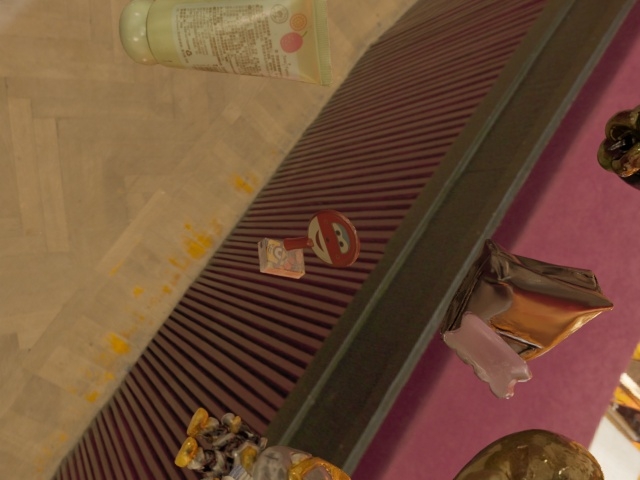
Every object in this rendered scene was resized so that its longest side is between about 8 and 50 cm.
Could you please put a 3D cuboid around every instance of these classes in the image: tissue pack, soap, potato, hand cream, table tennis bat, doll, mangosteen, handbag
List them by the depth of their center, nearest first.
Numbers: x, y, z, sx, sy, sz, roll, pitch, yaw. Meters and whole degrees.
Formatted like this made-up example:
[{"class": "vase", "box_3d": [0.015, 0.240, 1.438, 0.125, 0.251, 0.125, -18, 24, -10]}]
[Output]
[{"class": "potato", "box_3d": [0.267, 0.340, 0.708, 0.235, 0.160, 0.178, -4, 119, -28]}, {"class": "hand cream", "box_3d": [-0.136, -0.290, 0.751, 0.147, 0.305, 0.093, 83, 20, -46]}, {"class": "doll", "box_3d": [-0.067, 0.359, 0.795, 0.316, 0.145, 0.103, 35, 101, -15]}, {"class": "soap", "box_3d": [0.266, 0.183, 0.831, 0.065, 0.122, 0.203, -45, 155, 5]}, {"class": "table tennis bat", "box_3d": [0.000, 0.000, 0.866, 0.019, 0.154, 0.098, -32, 109, -47]}, {"class": "tissue pack", "box_3d": [-0.071, 0.032, 0.975, 0.083, 0.035, 0.063, 11, 56, -33]}, {"class": "mangosteen", "box_3d": [0.727, -0.211, 1.141, 0.242, 0.243, 0.243, 0, 91, -28]}, {"class": "handbag", "box_3d": [0.449, 0.162, 1.218, 0.342, 0.152, 0.288, 17, 128, -15]}]

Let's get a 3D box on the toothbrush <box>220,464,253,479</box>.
[{"class": "toothbrush", "box_3d": [0.032, 0.306, 0.468, 0.304, 0.030, 0.030, 34, 72, 15]}]
